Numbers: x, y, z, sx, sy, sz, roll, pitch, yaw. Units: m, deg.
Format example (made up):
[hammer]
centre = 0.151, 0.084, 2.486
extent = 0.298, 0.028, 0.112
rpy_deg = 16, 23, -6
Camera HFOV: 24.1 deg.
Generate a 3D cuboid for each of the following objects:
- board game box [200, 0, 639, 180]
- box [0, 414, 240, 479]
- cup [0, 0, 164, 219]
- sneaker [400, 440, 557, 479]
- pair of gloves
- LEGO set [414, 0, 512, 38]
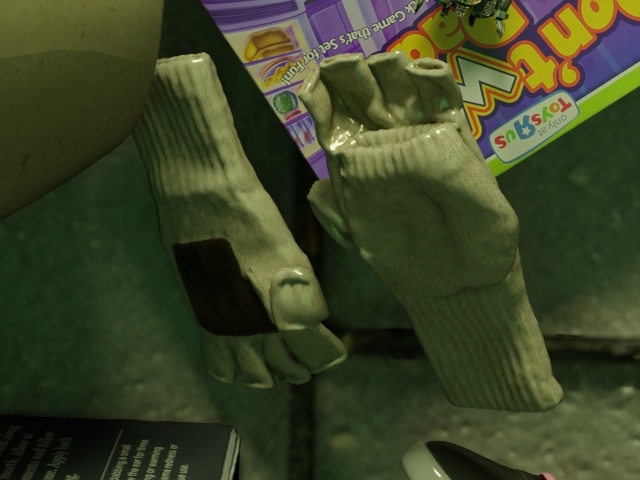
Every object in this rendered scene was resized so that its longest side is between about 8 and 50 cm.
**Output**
[board game box]
centre = 0.107, -0.185, 0.781
extent = 0.347, 0.078, 0.233
rpy_deg = -33, 101, 7
[box]
centre = -0.247, 0.261, 0.812
extent = 0.395, 0.212, 0.293
rpy_deg = 2, 103, 1
[cup]
centre = -0.211, -0.125, 0.700
extent = 0.237, 0.331, 0.331
rpy_deg = -3, 104, -26
[sneaker]
centre = 0.192, 0.160, 0.848
extent = 0.296, 0.104, 0.147
rpy_deg = 34, 98, -13
[pair of gloves]
centre = 0.000, 0.000, 0.767
extent = 0.240, 0.042, 0.204
rpy_deg = 5, 124, 39
[LEGO set]
centre = 0.068, -0.136, 0.743
extent = 0.054, 0.023, 0.083
rpy_deg = -13, 89, 1
